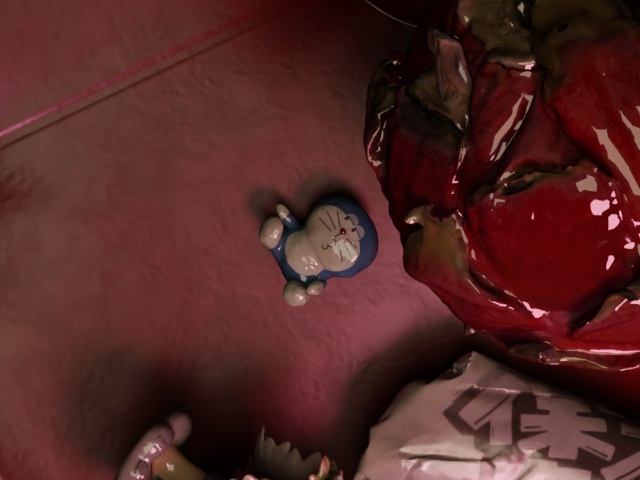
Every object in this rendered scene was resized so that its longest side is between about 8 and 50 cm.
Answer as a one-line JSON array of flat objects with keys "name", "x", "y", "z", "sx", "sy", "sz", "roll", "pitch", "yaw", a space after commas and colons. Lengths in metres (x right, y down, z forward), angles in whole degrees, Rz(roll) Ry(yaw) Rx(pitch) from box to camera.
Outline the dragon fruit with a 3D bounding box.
[{"name": "dragon fruit", "x": 0.193, "y": -0.056, "z": 1.059, "sx": 0.329, "sy": 0.329, "sz": 0.329, "roll": 0, "pitch": 107, "yaw": -1}]

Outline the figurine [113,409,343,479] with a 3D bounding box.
[{"name": "figurine", "x": 0.016, "y": 0.276, "z": 1.194, "sx": 0.387, "sy": 0.166, "sz": 0.207, "roll": 35, "pitch": 128, "yaw": 6}]

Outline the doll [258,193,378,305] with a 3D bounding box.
[{"name": "doll", "x": 0.000, "y": 0.000, "z": 1.200, "sx": 0.083, "sy": 0.050, "sz": 0.076, "roll": -26, "pitch": 88, "yaw": 8}]

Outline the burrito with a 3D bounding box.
[{"name": "burrito", "x": 0.249, "y": 0.213, "z": 1.235, "sx": 0.445, "sy": 0.101, "sz": 0.139, "roll": 22, "pitch": 83, "yaw": -2}]
